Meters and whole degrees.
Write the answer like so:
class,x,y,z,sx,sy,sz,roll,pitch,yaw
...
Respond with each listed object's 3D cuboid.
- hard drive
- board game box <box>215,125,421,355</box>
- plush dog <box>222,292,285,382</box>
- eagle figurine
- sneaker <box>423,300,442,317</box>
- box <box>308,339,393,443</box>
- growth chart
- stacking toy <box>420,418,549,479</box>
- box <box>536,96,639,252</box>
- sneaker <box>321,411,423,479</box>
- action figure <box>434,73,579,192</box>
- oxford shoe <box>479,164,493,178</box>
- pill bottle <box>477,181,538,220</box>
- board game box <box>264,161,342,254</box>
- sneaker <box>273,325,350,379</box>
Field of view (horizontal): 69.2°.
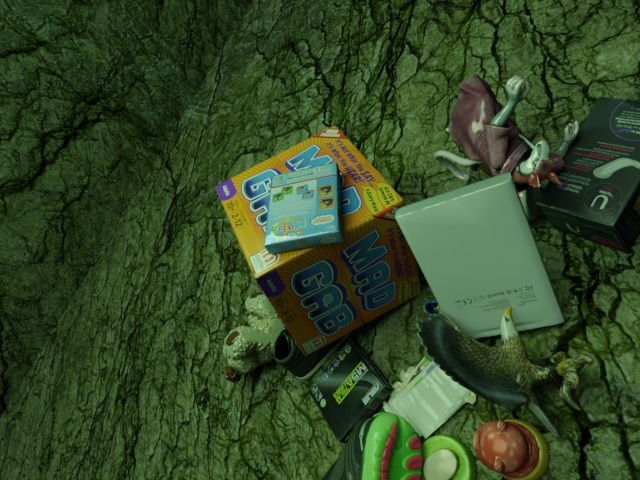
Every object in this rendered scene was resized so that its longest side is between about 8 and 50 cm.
class,x,y,z,sx,sy,sz,roll,pitch,yaw
hard drive,0.335,0.052,0.970,0.233,0.353,0.047,-18,25,29
board game box,0.000,0.000,1.201,0.356,0.357,0.356,-28,47,-4
plush dog,-0.204,0.323,1.434,0.225,0.210,0.262,-41,16,35
eagle figurine,0.351,0.240,0.934,0.298,0.226,0.225,0,37,16
sneaker,0.314,0.173,1.119,0.144,0.059,0.053,-3,64,38
box,0.073,0.389,1.209,0.191,0.045,0.184,-52,37,8
growth chart,0.254,0.363,1.092,0.237,0.021,0.172,-44,45,13
stacking toy,0.295,0.505,0.899,0.279,0.130,0.309,-17,56,33
box,0.613,-0.140,0.972,0.165,0.143,0.270,31,89,48
sneaker,0.081,0.619,1.004,0.202,0.185,0.483,-26,36,63
action figure,0.369,-0.198,0.984,0.276,0.248,0.370,-49,27,28
oxford shoe,0.435,-0.239,1.216,0.097,0.098,0.271,-46,45,11
pill bottle,0.427,-0.095,1.137,0.180,0.108,0.108,-4,64,40
board game box,-0.035,-0.074,1.005,0.160,0.039,0.212,-10,47,13
sneaker,-0.017,0.254,1.300,0.296,0.147,0.104,-53,42,3
